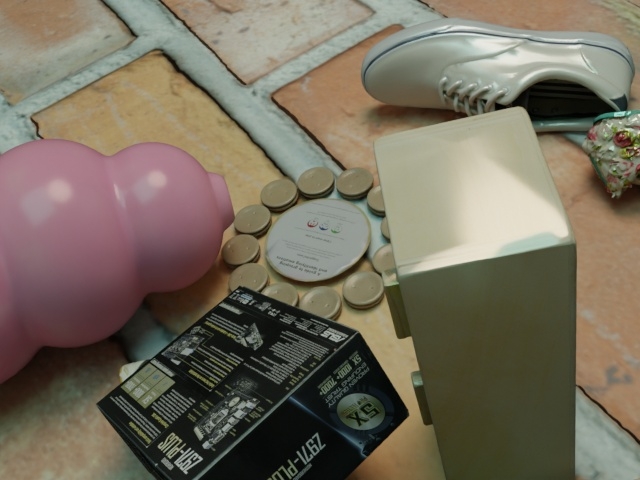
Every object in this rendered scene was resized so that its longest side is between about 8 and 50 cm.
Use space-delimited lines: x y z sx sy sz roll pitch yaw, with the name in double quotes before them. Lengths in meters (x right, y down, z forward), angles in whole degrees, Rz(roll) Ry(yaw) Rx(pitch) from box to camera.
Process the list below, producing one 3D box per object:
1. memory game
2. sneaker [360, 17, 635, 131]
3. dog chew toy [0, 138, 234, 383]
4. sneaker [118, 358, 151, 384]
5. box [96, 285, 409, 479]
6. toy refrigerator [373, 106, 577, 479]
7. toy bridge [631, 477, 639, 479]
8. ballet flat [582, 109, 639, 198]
"memory game" 0.000 0.000 0.786 0.186 0.012 0.186 -8 48 9
"sneaker" 0.161 -0.150 0.817 0.258 0.094 0.091 1 45 16
"dog chew toy" -0.237 0.007 0.729 0.332 0.206 0.206 -17 47 -9
"sneaker" -0.139 0.128 0.698 0.037 0.032 0.083 -19 48 -1
"box" -0.053 0.118 0.605 0.147 0.077 0.180 -40 24 -20
"toy refrigerator" 0.096 0.059 0.530 0.094 0.269 0.102 -11 48 6
"toy bridge" 0.238 0.161 0.541 0.188 0.063 0.026 -8 48 8
"ballet flat" 0.346 -0.080 0.727 0.241 0.091 0.077 -8 78 14
